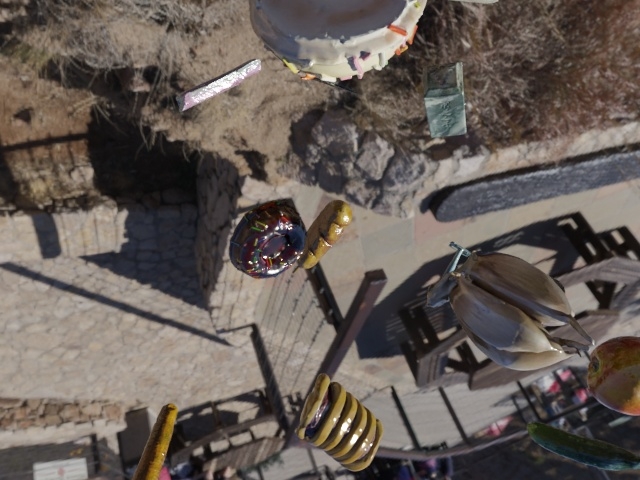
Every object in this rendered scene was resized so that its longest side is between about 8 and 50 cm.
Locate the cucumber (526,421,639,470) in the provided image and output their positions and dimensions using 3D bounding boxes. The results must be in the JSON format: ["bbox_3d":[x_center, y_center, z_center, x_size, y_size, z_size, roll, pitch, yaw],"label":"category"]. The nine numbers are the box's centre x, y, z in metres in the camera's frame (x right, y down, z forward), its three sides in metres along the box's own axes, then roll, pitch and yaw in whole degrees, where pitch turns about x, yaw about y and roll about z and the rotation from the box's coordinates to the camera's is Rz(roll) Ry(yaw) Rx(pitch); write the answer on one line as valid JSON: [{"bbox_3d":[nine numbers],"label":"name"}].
[{"bbox_3d":[0.356,0.284,0.732,0.155,0.037,0.037,9,164,33],"label":"cucumber"}]

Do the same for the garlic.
[{"bbox_3d":[0.356,0.124,1.021,0.210,0.292,0.237,-59,168,-3],"label":"garlic"}]

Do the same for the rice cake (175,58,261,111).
[{"bbox_3d":[-0.286,-0.450,1.557,0.290,0.051,0.081,-37,-165,-27],"label":"rice cake"}]

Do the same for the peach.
[{"bbox_3d":[0.738,0.314,1.275,0.197,0.197,0.197,-16,147,-11],"label":"peach"}]

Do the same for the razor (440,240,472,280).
[{"bbox_3d":[0.359,0.075,1.491,0.135,0.068,0.040,-59,-179,-15],"label":"razor"}]

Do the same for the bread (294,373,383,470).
[{"bbox_3d":[0.043,0.385,1.132,0.225,0.081,0.134,45,66,-31],"label":"bread"}]

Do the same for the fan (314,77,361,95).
[{"bbox_3d":[0.028,-0.387,1.342,0.152,0.227,0.008,20,103,3],"label":"fan"}]

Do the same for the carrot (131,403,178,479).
[{"bbox_3d":[-0.260,0.336,0.851,0.042,0.171,0.042,4,130,4],"label":"carrot"}]

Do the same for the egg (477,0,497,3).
[{"bbox_3d":[0.335,-0.737,1.387,0.337,0.337,0.201,1,113,-33],"label":"egg"}]

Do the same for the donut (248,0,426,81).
[{"bbox_3d":[0.038,-0.495,1.127,0.382,0.383,0.142,-23,157,-1],"label":"donut"}]

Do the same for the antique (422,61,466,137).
[{"bbox_3d":[0.284,-0.320,1.237,0.088,0.086,0.183,-4,159,16],"label":"antique"}]

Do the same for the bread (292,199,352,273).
[{"bbox_3d":[-0.002,-0.001,1.836,0.084,0.124,0.344,22,126,-21],"label":"bread"}]

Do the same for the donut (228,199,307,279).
[{"bbox_3d":[-0.131,0.007,1.454,0.235,0.089,0.235,-26,138,-26],"label":"donut"}]
